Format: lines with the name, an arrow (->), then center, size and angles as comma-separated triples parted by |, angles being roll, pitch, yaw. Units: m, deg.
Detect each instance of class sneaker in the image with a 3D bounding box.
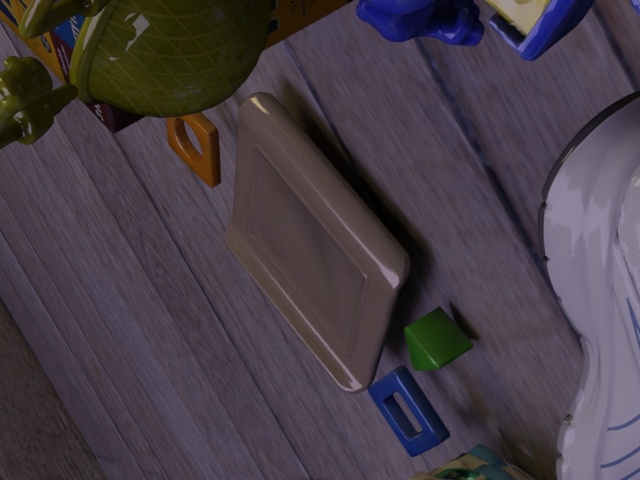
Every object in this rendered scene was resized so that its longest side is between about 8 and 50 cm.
sneaker -> 0.185, 0.076, 0.703 | 0.129, 0.111, 0.297 | 28, 146, 44

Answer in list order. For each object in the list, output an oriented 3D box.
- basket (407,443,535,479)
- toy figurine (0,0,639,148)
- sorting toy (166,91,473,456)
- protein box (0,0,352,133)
basket -> 0.070, 0.281, 0.987 | 0.255, 0.289, 0.201 | 26, 148, 50
toy figurine -> 0.044, -0.121, 0.570 | 0.217, 0.191, 0.362 | 34, 122, 1
sorting toy -> 0.000, 0.000, 1.104 | 0.347, 0.047, 0.196 | 50, 154, 19
protein box -> -0.089, -0.201, 0.788 | 0.200, 0.201, 0.136 | 44, 156, 34
